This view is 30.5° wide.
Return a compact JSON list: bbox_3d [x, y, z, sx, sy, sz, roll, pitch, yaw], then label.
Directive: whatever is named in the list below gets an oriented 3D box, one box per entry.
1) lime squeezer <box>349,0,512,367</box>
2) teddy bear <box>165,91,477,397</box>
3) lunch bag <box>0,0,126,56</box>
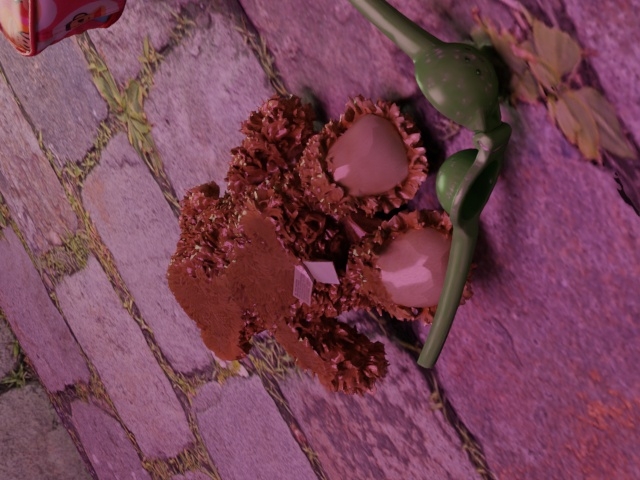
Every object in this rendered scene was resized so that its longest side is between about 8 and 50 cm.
[{"bbox_3d":[0.070,-0.057,0.757,0.110,0.059,0.310,-12,106,21],"label":"lime squeezer"},{"bbox_3d":[0.000,0.000,0.947,0.245,0.113,0.338,50,144,7],"label":"teddy bear"},{"bbox_3d":[-0.249,-0.323,0.959,0.258,0.120,0.293,56,151,12],"label":"lunch bag"}]
